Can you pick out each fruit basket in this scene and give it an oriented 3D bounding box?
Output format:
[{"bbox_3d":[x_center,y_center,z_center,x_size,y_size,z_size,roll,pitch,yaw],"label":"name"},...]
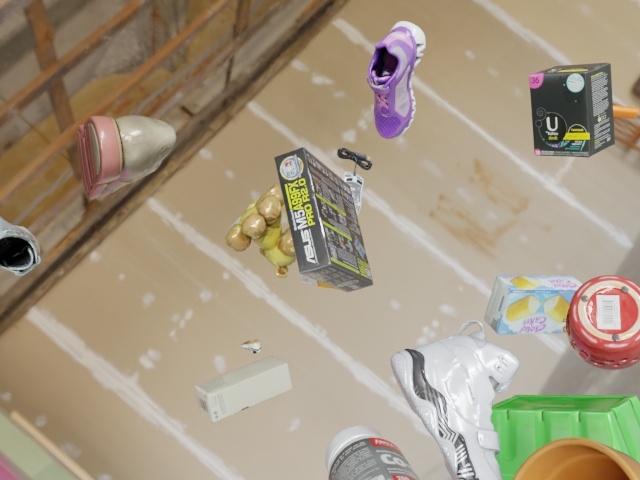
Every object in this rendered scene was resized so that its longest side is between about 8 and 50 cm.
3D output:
[{"bbox_3d":[0.546,0.524,1.561,0.282,0.392,0.392,-4,-41,-48],"label":"fruit basket"}]

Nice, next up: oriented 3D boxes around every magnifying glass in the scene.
[{"bbox_3d":[0.664,-0.326,1.782,0.092,0.230,0.026,98,179,-46],"label":"magnifying glass"}]

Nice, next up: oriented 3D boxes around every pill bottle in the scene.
[{"bbox_3d":[0.105,0.472,1.375,0.161,0.161,0.283,-51,17,1],"label":"pill bottle"}]

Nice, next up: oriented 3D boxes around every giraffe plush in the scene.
[{"bbox_3d":[-0.114,-0.005,1.701,0.181,0.170,0.210,-52,13,-26],"label":"giraffe plush"}]

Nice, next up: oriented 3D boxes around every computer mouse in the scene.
[{"bbox_3d":[0.080,-0.151,1.991,0.042,0.106,0.193,-8,69,64],"label":"computer mouse"}]

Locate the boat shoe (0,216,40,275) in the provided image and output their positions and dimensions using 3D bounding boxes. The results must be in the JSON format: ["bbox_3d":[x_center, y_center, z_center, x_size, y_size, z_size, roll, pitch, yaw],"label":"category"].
[{"bbox_3d":[-0.482,0.018,1.122,0.079,0.081,0.227,-45,-11,-12],"label":"boat shoe"}]

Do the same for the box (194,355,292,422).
[{"bbox_3d":[-0.232,0.446,2.198,0.275,0.094,0.113,-17,14,-28],"label":"box"}]

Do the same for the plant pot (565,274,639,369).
[{"bbox_3d":[0.641,0.177,1.595,0.191,0.191,0.174,-50,-26,-6],"label":"plant pot"}]

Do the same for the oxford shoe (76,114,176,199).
[{"bbox_3d":[-0.318,-0.135,1.173,0.130,0.123,0.348,-10,8,-23],"label":"oxford shoe"}]

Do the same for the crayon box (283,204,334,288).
[{"bbox_3d":[0.000,0.000,2.137,0.165,0.279,0.081,6,27,43],"label":"crayon box"}]

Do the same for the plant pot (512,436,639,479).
[{"bbox_3d":[0.435,0.459,1.073,0.291,0.203,0.291,-46,33,42],"label":"plant pot"}]

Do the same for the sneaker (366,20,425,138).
[{"bbox_3d":[0.133,-0.305,1.424,0.104,0.095,0.237,-37,-38,-44],"label":"sneaker"}]

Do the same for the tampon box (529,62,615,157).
[{"bbox_3d":[0.485,-0.252,1.400,0.101,0.161,0.120,-25,22,-38],"label":"tampon box"}]

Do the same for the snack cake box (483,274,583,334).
[{"bbox_3d":[0.619,0.185,2.083,0.089,0.264,0.152,-124,40,-59],"label":"snack cake box"}]

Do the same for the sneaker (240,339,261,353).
[{"bbox_3d":[-0.193,0.297,2.004,0.032,0.037,0.083,-30,10,-35],"label":"sneaker"}]

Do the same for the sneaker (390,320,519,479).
[{"bbox_3d":[0.301,0.326,1.343,0.210,0.366,0.137,-29,-24,-4],"label":"sneaker"}]

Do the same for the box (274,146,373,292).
[{"bbox_3d":[0.012,-0.029,1.332,0.060,0.216,0.270,-17,-15,16],"label":"box"}]
